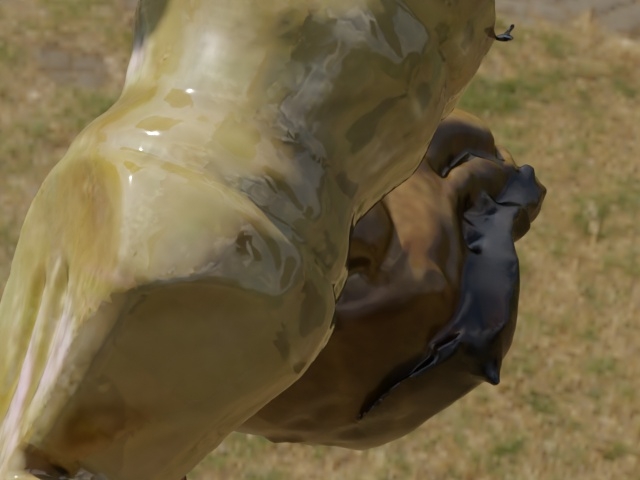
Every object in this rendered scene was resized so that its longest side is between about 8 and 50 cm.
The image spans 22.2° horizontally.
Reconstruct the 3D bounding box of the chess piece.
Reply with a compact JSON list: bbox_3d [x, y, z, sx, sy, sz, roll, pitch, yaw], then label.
[{"bbox_3d":[-0.055,0.023,0.539,0.137,0.137,0.301,20,70,21],"label":"chess piece"}]

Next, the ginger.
[{"bbox_3d":[-0.002,0.002,1.008,0.223,0.200,0.269,36,38,-19],"label":"ginger"}]

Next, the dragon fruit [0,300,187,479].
[{"bbox_3d":[-0.222,0.169,1.246,0.241,0.252,0.241,-5,36,4],"label":"dragon fruit"}]
